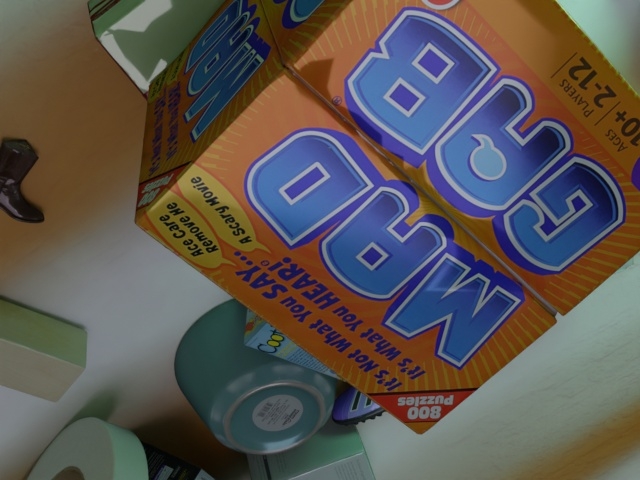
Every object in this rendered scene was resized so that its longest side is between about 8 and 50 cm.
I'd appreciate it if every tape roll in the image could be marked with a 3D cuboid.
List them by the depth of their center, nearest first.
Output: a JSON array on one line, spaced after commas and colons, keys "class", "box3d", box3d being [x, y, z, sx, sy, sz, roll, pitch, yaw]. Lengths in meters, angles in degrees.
[{"class": "tape roll", "box3d": [-0.430, 0.497, 1.511, 0.072, 0.392, 0.392, 30, 112, -32]}]

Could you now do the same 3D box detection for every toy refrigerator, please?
[{"class": "toy refrigerator", "box3d": [-0.521, 0.158, 1.428, 0.269, 0.094, 0.102, 26, 121, -30]}]

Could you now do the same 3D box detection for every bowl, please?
[{"class": "bowl", "box3d": [-0.098, 0.263, 1.587, 0.312, 0.163, 0.311, -8, 127, -10]}]

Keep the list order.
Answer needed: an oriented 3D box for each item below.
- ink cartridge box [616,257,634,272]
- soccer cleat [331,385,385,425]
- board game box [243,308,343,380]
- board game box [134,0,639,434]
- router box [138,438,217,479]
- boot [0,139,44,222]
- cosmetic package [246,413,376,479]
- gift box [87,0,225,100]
[{"class": "ink cartridge box", "box3d": [0.410, -0.074, 1.517, 0.223, 0.129, 0.307, -16, 128, -6]}, {"class": "soccer cleat", "box3d": [0.140, 0.235, 1.689, 0.318, 0.108, 0.116, -33, 108, 9]}, {"class": "board game box", "box3d": [0.030, 0.131, 1.497, 0.275, 0.142, 0.144, 24, 135, -23]}, {"class": "board game box", "box3d": [0.072, -0.111, 0.890, 0.356, 0.356, 0.356, 39, 106, -24]}, {"class": "router box", "box3d": [-0.228, 0.497, 1.669, 0.309, 0.243, 0.081, 50, 61, -36]}, {"class": "boot", "box3d": [-0.437, -0.088, 1.312, 0.106, 0.037, 0.114, 22, 111, -32]}, {"class": "cosmetic package", "box3d": [-0.008, 0.478, 1.783, 0.225, 0.138, 0.224, -19, 128, -2]}, {"class": "gift box", "box3d": [-0.129, -0.281, 1.108, 0.258, 0.255, 0.276, -36, 125, 1]}]
